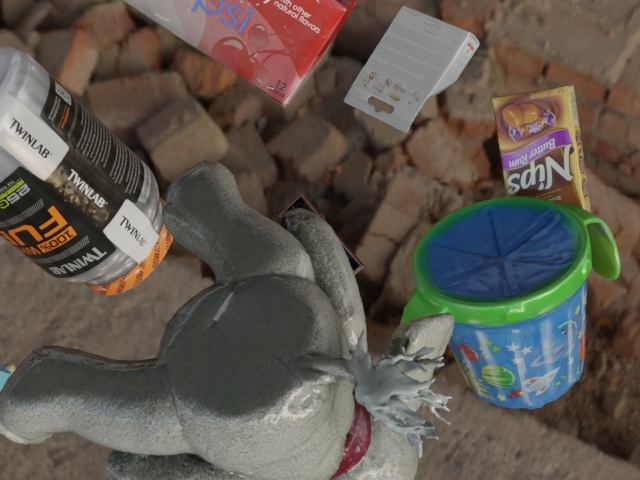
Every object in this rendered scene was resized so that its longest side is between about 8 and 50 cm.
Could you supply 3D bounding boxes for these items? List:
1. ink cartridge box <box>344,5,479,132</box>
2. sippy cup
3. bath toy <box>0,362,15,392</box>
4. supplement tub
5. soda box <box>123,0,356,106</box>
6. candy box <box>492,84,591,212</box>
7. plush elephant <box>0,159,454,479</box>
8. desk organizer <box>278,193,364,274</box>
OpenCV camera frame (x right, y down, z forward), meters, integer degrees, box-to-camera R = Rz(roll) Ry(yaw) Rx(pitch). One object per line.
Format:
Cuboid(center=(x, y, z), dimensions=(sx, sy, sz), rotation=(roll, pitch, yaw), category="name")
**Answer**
Cuboid(center=(0.139, -0.257, 1.796), dimensions=(0.145, 0.045, 0.179), rotation=(32, 92, 39), category="ink cartridge box")
Cuboid(center=(0.257, 0.096, 1.577), dimensions=(0.305, 0.224, 0.240), rotation=(-10, 35, 12), category="sippy cup")
Cuboid(center=(-0.483, 0.104, 1.343), dimensions=(0.129, 0.151, 0.348), rotation=(-18, 34, -38), category="bath toy")
Cuboid(center=(-0.339, -0.077, 1.489), dimensions=(0.193, 0.316, 0.193), rotation=(-25, 41, 24), category="supplement tub")
Cuboid(center=(-0.102, -0.212, 0.835), dimensions=(0.263, 0.092, 0.083), rotation=(33, 30, -5), category="soda box")
Cuboid(center=(0.311, -0.118, 1.650), dimensions=(0.109, 0.053, 0.187), rotation=(-7, 96, 24), category="candy box")
Cuboid(center=(-0.024, 0.132, 0.932), dimensions=(0.330, 0.255, 0.272), rotation=(17, 62, 29), category="plush elephant")
Cuboid(center=(0.000, 0.000, 1.583), dimensions=(0.047, 0.050, 0.130), rotation=(-41, 87, 1), category="desk organizer")
